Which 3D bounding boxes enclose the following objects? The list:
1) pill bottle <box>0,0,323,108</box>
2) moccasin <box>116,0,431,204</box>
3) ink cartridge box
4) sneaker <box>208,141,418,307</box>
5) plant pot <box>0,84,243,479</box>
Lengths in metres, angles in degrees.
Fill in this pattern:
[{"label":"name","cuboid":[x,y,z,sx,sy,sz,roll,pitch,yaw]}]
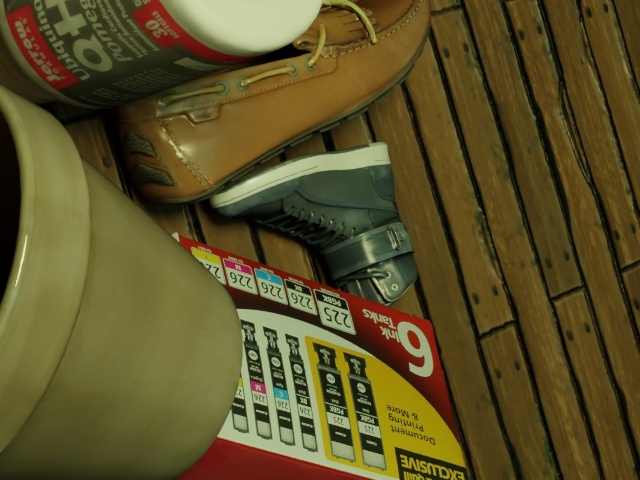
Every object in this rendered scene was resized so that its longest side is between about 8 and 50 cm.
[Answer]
[{"label":"pill bottle","cuboid":[-0.155,-0.205,1.521,0.176,0.318,0.176,10,75,-39]},{"label":"moccasin","cuboid":[-0.040,-0.170,1.751,0.380,0.139,0.147,-30,111,-31]},{"label":"ink cartridge box","cuboid":[-0.025,0.173,1.626,0.309,0.130,0.271,19,45,-38]},{"label":"sneaker","cuboid":[0.002,0.000,1.776,0.226,0.086,0.163,-12,87,-43]},{"label":"plant pot","cuboid":[-0.223,0.069,1.426,0.280,0.323,0.323,26,65,-43]}]
